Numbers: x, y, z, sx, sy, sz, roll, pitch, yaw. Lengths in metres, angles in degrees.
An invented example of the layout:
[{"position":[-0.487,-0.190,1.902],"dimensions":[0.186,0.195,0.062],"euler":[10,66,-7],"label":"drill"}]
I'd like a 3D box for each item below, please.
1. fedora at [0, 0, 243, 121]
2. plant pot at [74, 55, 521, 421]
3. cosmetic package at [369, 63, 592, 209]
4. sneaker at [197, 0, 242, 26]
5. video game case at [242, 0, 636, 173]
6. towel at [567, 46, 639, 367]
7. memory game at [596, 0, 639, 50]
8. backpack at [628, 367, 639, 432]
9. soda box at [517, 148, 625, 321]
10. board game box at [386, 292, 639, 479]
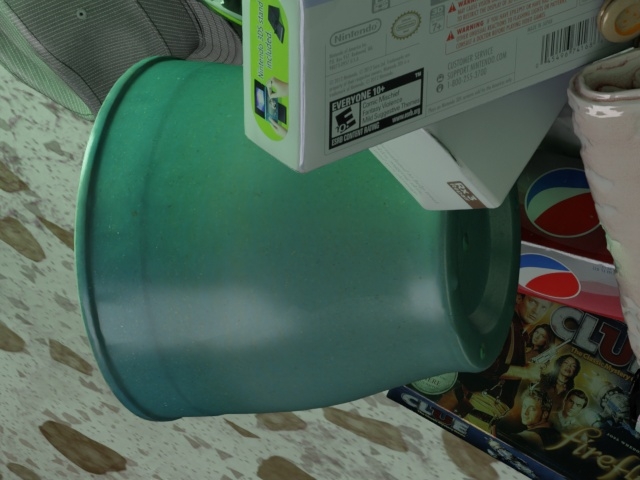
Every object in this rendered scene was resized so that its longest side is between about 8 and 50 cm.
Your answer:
[{"position":[-0.205,-0.191,1.575],"dimensions":[0.275,0.124,0.244],"euler":[48,163,-24],"label":"fedora"},{"position":[0.000,0.000,1.393],"dimensions":[0.255,0.271,0.271],"euler":[1,142,23],"label":"plant pot"},{"position":[0.112,-0.141,1.231],"dimensions":[0.117,0.231,0.085],"euler":[46,158,-24],"label":"cosmetic package"},{"position":[0.014,-0.156,1.466],"dimensions":[0.300,0.111,0.121],"euler":[30,158,10],"label":"sneaker"},{"position":[0.078,-0.192,1.066],"dimensions":[0.061,0.269,0.244],"euler":[35,136,41],"label":"video game case"},{"position":[0.337,-0.021,1.234],"dimensions":[0.317,0.053,0.332],"euler":[-9,142,12],"label":"towel"},{"position":[0.238,-0.177,1.129],"dimensions":[0.012,0.186,0.186],"euler":[57,174,41],"label":"memory game"},{"position":[0.305,0.078,1.457],"dimensions":[0.115,0.182,0.152],"euler":[23,151,19],"label":"backpack"},{"position":[0.153,-0.017,1.533],"dimensions":[0.263,0.092,0.083],"euler":[16,151,19],"label":"soda box"},{"position":[0.202,0.123,1.665],"dimensions":[0.243,0.165,0.042],"euler":[29,153,6],"label":"board game box"}]
